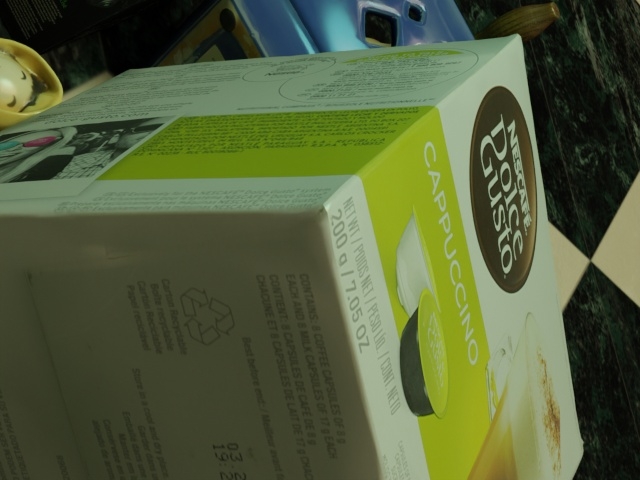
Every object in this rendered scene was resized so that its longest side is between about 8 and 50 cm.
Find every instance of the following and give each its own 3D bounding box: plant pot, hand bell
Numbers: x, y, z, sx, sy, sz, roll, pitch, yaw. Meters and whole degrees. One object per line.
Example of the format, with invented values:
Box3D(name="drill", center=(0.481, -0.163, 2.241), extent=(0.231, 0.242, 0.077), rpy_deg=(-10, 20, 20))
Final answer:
Box3D(name="plant pot", center=(-0.013, -0.135, 1.176), extent=(0.212, 0.236, 0.236), rpy_deg=(-26, 85, -42))
Box3D(name="hand bell", center=(0.165, -0.218, 1.509), extent=(0.126, 0.242, 0.126), rpy_deg=(32, 48, -45))

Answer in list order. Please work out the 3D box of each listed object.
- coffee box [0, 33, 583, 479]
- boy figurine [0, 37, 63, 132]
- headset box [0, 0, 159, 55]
Box3D(name="coffee box", center=(-0.041, 0.073, 0.886), extent=(0.334, 0.338, 0.337), rpy_deg=(-42, 126, -55))
Box3D(name="boy figurine", center=(-0.303, -0.156, 0.917), extent=(0.285, 0.092, 0.177), rpy_deg=(45, 37, -31))
Box3D(name="headset box", center=(-0.109, -0.287, 1.097), extent=(0.131, 0.283, 0.246), rpy_deg=(64, 33, -10))
